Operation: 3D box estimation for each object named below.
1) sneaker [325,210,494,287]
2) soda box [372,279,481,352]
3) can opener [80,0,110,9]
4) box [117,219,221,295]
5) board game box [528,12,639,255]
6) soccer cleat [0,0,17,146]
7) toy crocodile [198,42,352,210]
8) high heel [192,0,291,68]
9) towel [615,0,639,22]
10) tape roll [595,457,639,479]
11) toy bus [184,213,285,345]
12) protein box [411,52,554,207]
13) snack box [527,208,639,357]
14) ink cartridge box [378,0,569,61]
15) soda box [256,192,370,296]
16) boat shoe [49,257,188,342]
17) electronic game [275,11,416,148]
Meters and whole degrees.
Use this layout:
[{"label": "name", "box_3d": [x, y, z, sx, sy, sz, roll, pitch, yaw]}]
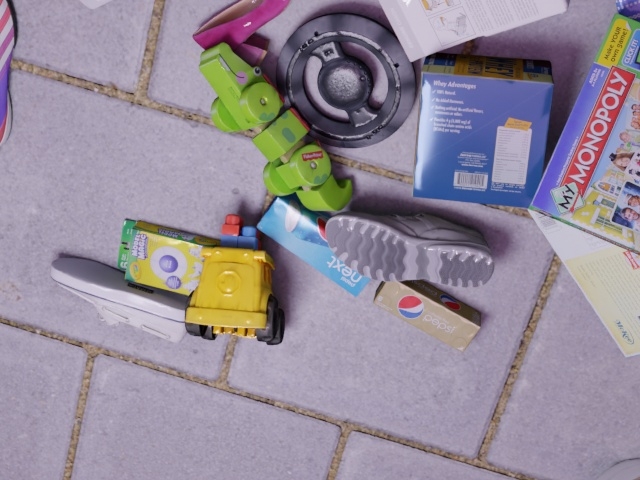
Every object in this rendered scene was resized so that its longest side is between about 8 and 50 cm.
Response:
[{"label": "sneaker", "box_3d": [0.145, 0.006, 1.825, 0.281, 0.115, 0.105, 14, 123, -3]}, {"label": "soda box", "box_3d": [0.184, 0.117, 1.895, 0.181, 0.058, 0.061, 29, 114, -3]}, {"label": "can opener", "box_3d": [-0.275, -0.441, 1.717, 0.283, 0.095, 0.076, -21, 108, 17]}, {"label": "box", "box_3d": [-0.272, 0.032, 1.944, 0.179, 0.043, 0.105, 14, 114, 5]}, {"label": "board game box", "box_3d": [0.470, -0.151, 1.631, 0.213, 0.046, 0.317, 24, 87, 8]}, {"label": "soccer cleat", "box_3d": [-0.569, -0.288, 1.818, 0.108, 0.116, 0.318, 9, 114, 6]}, {"label": "toy crocodile", "box_3d": [-0.070, -0.176, 1.775, 0.340, 0.105, 0.115, 51, 149, -15]}, {"label": "high heel", "box_3d": [-0.107, -0.386, 1.722, 0.117, 0.082, 0.244, 23, 127, -11]}, {"label": "towel", "box_3d": [0.533, -0.452, 1.611, 0.243, 0.040, 0.336, -16, 109, 16]}, {"label": "tape roll", "box_3d": [0.590, 0.506, 1.890, 0.246, 0.246, 0.169, -6, 112, 12]}, {"label": "toy bus", "box_3d": [-0.137, 0.068, 1.879, 0.149, 0.220, 0.212, 2, 80, 7]}, {"label": "protein box", "box_3d": [0.252, -0.174, 1.719, 0.199, 0.136, 0.201, 6, 113, 7]}, {"label": "snack box", "box_3d": [0.497, 0.035, 1.770, 0.187, 0.060, 0.322, -22, 110, 45]}, {"label": "ink cartridge box", "box_3d": [0.190, -0.431, 1.608, 0.261, 0.066, 0.296, -13, 125, 29]}, {"label": "soda box", "box_3d": [0.000, 0.000, 1.872, 0.210, 0.067, 0.071, 35, 114, -7]}, {"label": "boat shoe", "box_3d": [-0.359, 0.110, 1.968, 0.267, 0.096, 0.088, 18, 110, -7]}, {"label": "electronic game", "box_3d": [0.040, -0.254, 1.768, 0.229, 0.048, 0.229, 6, 120, 10]}]
